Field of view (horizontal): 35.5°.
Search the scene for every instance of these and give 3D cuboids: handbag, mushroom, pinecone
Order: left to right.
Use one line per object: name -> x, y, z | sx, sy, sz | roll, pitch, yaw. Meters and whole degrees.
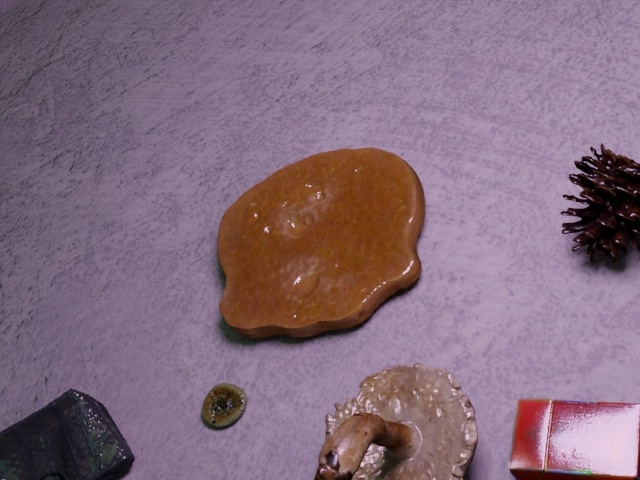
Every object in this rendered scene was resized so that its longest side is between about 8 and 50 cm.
handbag -> -0.451, 0.372, 1.695 | 0.270, 0.089, 0.175 | -30, 56, 3
mushroom -> 0.112, 0.268, 1.365 | 0.208, 0.302, 0.233 | 22, 79, 1
pinecone -> 0.438, -0.047, 1.517 | 0.163, 0.163, 0.165 | 31, 95, 39

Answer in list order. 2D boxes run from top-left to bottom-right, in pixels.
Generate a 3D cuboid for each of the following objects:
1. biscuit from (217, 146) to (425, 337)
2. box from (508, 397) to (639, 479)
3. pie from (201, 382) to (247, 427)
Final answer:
biscuit -> 0.001, 0.001, 1.753 | 0.385, 0.062, 0.365 | -15, 53, 16
box -> 0.354, 0.277, 1.380 | 0.175, 0.048, 0.112 | -2, 55, 25
pie -> -0.160, 0.272, 1.658 | 0.084, 0.021, 0.084 | -14, 51, 18
